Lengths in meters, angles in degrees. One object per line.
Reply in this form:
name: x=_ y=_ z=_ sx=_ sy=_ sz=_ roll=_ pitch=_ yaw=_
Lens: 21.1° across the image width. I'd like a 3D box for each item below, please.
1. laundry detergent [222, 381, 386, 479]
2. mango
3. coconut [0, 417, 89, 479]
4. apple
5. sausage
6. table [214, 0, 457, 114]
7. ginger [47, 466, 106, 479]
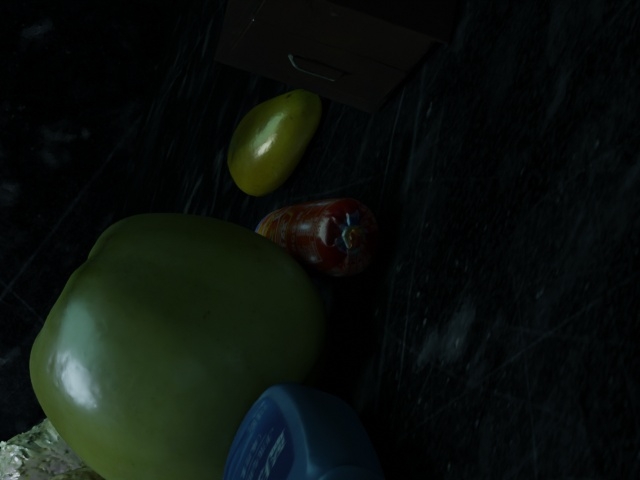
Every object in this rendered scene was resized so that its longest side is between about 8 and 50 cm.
laundry detergent: x=-0.006 y=0.201 z=1.239 sx=0.143 sy=0.094 sz=0.290 roll=-65 pitch=13 yaw=4
mango: x=-0.050 y=-0.113 z=1.904 sx=0.161 sy=0.076 sz=0.103 roll=-44 pitch=24 yaw=49
coconut: x=-0.245 y=0.286 z=1.814 sx=0.245 sy=0.233 sz=0.233 roll=116 pitch=167 yaw=-70
apple: x=-0.116 y=0.099 z=1.481 sx=0.262 sy=0.262 sz=0.262 roll=-162 pitch=90 yaw=-77
sausage: x=0.000 y=0.000 z=1.541 sx=0.274 sy=0.074 sz=0.074 roll=174 pitch=113 yaw=-75
table: x=0.018 y=-0.233 z=1.550 sx=0.193 sy=0.169 sz=0.172 roll=137 pitch=149 yaw=-64
ginger: x=-0.184 y=0.322 z=1.562 sx=0.276 sy=0.130 sz=0.221 roll=27 pitch=-124 yaw=-66
